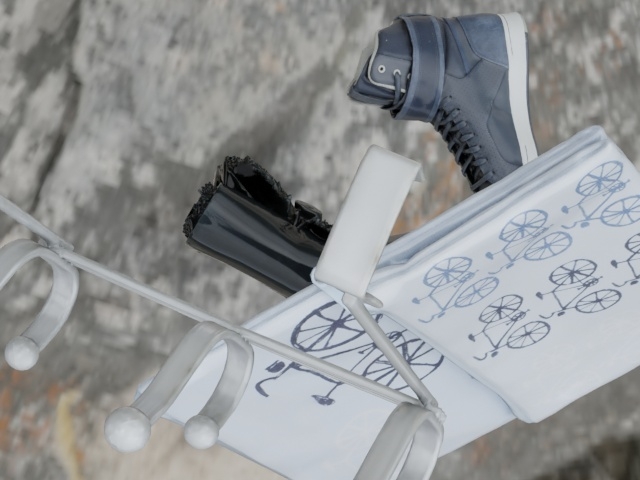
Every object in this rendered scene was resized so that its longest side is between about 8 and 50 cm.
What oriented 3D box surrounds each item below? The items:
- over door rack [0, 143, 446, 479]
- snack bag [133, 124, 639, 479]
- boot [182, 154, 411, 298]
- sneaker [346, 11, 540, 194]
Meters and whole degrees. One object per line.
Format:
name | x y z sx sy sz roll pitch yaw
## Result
over door rack | -0.074 0.032 0.871 0.239 0.108 0.324 22 160 15
snack bag | 0.084 0.071 1.268 0.342 0.037 0.323 -29 151 13
boot | 0.000 0.000 1.634 0.207 0.246 0.094 33 105 3
sneaker | 0.106 -0.096 1.747 0.163 0.226 0.086 1 163 -18
